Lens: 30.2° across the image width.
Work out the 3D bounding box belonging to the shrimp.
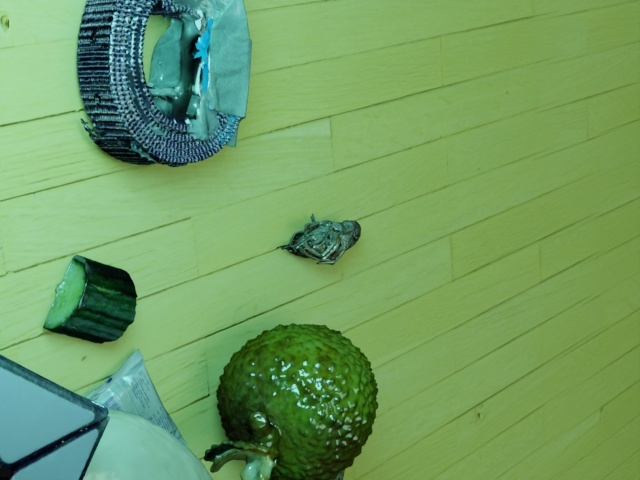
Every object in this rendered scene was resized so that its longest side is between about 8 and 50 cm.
[{"bbox_3d":[-0.001,0.000,2.050,0.190,0.075,0.073,-7,134,-39],"label":"shrimp"}]

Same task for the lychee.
[{"bbox_3d":[-0.039,0.265,1.911,0.320,0.270,0.270,-31,125,-80],"label":"lychee"}]

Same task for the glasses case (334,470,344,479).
[{"bbox_3d":[-0.045,0.486,2.065,0.137,0.085,0.354,27,77,-46],"label":"glasses case"}]

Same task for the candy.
[{"bbox_3d":[-0.308,0.433,1.673,0.386,0.186,0.427,-43,123,-28],"label":"candy"}]

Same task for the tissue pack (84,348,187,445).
[{"bbox_3d":[-0.280,0.276,1.800,0.122,0.026,0.193,-43,127,-36],"label":"tissue pack"}]

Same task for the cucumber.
[{"bbox_3d":[-0.322,0.087,1.693,0.115,0.062,0.116,26,78,-52],"label":"cucumber"}]

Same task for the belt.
[{"bbox_3d":[-0.220,-0.267,1.708,0.260,0.122,0.324,6,89,-43],"label":"belt"}]

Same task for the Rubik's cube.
[{"bbox_3d":[-0.452,0.247,1.417,0.255,0.260,0.259,38,65,-47],"label":"Rubik's cube"}]
